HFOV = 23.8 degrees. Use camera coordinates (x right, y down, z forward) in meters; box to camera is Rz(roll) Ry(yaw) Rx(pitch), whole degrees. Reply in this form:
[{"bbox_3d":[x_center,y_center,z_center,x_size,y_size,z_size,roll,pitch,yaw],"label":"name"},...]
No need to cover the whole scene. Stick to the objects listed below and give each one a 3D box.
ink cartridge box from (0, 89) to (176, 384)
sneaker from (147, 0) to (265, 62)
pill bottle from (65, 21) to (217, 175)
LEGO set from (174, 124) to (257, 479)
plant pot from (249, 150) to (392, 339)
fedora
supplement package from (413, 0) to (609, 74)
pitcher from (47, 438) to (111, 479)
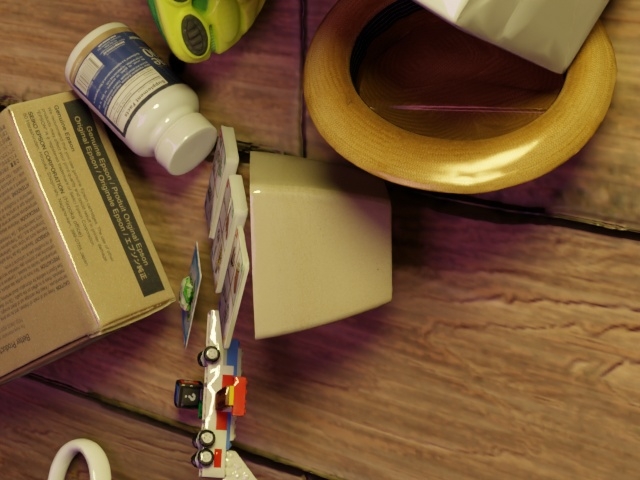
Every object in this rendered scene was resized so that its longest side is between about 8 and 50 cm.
[{"bbox_3d":[-0.246,0.006,1.268,0.234,0.088,0.193,-25,88,47],"label":"ink cartridge box"},{"bbox_3d":[-0.114,-0.275,1.088,0.123,0.109,0.296,-1,105,62],"label":"sneaker"},{"bbox_3d":[-0.136,-0.107,1.166,0.120,0.067,0.067,45,127,20],"label":"pill bottle"},{"bbox_3d":[-0.069,0.064,1.146,0.182,0.060,0.244,-103,23,-53],"label":"LEGO set"},{"bbox_3d":[0.000,0.000,1.055,0.096,0.109,0.109,-2,106,-3],"label":"plant pot"},{"bbox_3d":[0.088,-0.093,0.957,0.194,0.194,0.079,36,163,26],"label":"fedora"},{"bbox_3d":[0.042,-0.252,0.872,0.293,0.175,0.177,36,104,25],"label":"supplement package"},{"bbox_3d":[-0.227,0.296,1.349,0.207,0.125,0.178,-51,49,27],"label":"pitcher"}]
